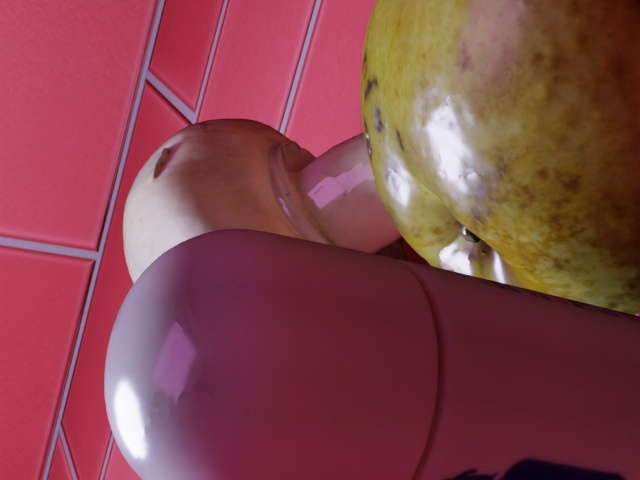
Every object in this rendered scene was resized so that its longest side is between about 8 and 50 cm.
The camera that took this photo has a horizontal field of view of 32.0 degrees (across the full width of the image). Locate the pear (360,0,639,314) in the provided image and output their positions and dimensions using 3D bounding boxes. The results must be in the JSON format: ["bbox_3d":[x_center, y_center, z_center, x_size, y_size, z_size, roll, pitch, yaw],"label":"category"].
[{"bbox_3d":[0.165,-0.096,0.676,0.304,0.304,0.303,-36,49,57],"label":"pear"}]

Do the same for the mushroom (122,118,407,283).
[{"bbox_3d":[-0.014,0.029,1.071,0.315,0.356,0.315,14,-90,-71],"label":"mushroom"}]

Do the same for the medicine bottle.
[{"bbox_3d":[0.064,0.080,0.539,0.130,0.341,0.130,-36,47,51],"label":"medicine bottle"}]
